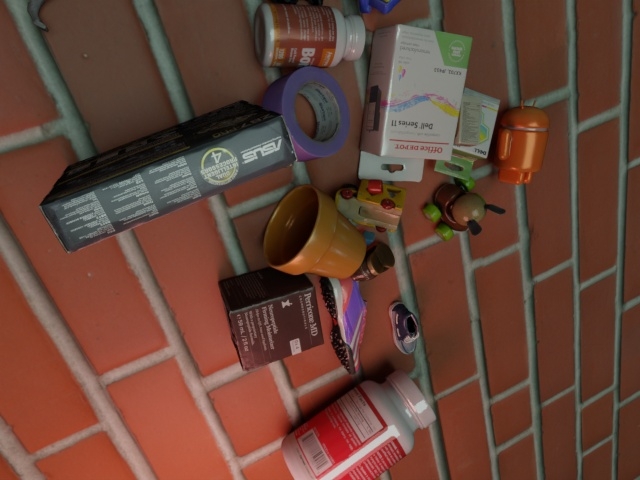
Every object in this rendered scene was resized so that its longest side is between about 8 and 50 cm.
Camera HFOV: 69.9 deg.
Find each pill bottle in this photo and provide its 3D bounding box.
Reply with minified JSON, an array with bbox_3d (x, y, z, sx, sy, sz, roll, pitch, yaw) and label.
[{"bbox_3d":[-0.022,-0.425,0.957,0.216,0.121,0.121,-7,111,-19],"label":"pill bottle"},{"bbox_3d":[0.113,0.551,1.298,0.407,0.229,0.229,-33,117,-8],"label":"pill bottle"}]

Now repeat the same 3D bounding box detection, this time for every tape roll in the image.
[{"bbox_3d":[-0.029,-0.270,0.992,0.188,0.080,0.189,-1,91,-41],"label":"tape roll"}]

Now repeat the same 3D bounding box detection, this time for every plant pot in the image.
[{"bbox_3d":[0.000,0.000,1.077,0.187,0.205,0.205,27,97,-33],"label":"plant pot"}]

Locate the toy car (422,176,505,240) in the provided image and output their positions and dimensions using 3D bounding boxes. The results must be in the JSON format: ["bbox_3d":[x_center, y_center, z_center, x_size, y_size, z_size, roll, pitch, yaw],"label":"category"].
[{"bbox_3d":[0.396,-0.070,1.210,0.155,0.188,0.149,-42,118,-3],"label":"toy car"}]

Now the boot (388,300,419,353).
[{"bbox_3d":[0.253,0.272,1.333,0.069,0.086,0.190,-28,116,-11],"label":"boot"}]

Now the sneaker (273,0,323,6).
[{"bbox_3d":[-0.094,-0.524,0.916,0.232,0.081,0.091,-5,103,-21],"label":"sneaker"}]

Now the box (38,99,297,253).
[{"bbox_3d":[-0.275,-0.144,0.848,0.394,0.318,0.097,-25,115,-13],"label":"box"}]

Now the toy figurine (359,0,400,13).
[{"bbox_3d":[0.145,-0.608,0.976,0.362,0.191,0.217,-47,154,-17],"label":"toy figurine"}]

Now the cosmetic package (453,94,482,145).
[{"bbox_3d":[0.353,-0.289,1.110,0.060,0.041,0.115,3,94,-14],"label":"cosmetic package"}]

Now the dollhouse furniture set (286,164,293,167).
[{"bbox_3d":[-0.106,-0.236,1.056,0.081,0.091,0.115,6,83,18],"label":"dollhouse furniture set"}]

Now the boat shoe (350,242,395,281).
[{"bbox_3d":[0.133,0.057,1.177,0.073,0.207,0.073,-31,83,25],"label":"boat shoe"}]

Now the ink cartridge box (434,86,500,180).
[{"bbox_3d":[0.375,-0.269,1.172,0.108,0.062,0.210,13,92,-15],"label":"ink cartridge box"}]

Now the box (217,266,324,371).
[{"bbox_3d":[-0.122,0.175,1.105,0.203,0.167,0.169,-16,113,-16],"label":"box"}]

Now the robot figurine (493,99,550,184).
[{"bbox_3d":[0.543,-0.265,1.236,0.157,0.128,0.220,2,110,0],"label":"robot figurine"}]

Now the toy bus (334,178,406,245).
[{"bbox_3d":[0.114,-0.099,1.135,0.202,0.190,0.104,45,45,-29],"label":"toy bus"}]

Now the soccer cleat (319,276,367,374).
[{"bbox_3d":[0.084,0.221,1.242,0.116,0.108,0.319,-19,112,-19],"label":"soccer cleat"}]

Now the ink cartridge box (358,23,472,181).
[{"bbox_3d":[0.218,-0.306,1.095,0.207,0.119,0.354,-2,109,-22],"label":"ink cartridge box"}]

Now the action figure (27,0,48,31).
[{"bbox_3d":[-0.500,-0.558,0.698,0.341,0.178,0.330,23,94,-52],"label":"action figure"}]
